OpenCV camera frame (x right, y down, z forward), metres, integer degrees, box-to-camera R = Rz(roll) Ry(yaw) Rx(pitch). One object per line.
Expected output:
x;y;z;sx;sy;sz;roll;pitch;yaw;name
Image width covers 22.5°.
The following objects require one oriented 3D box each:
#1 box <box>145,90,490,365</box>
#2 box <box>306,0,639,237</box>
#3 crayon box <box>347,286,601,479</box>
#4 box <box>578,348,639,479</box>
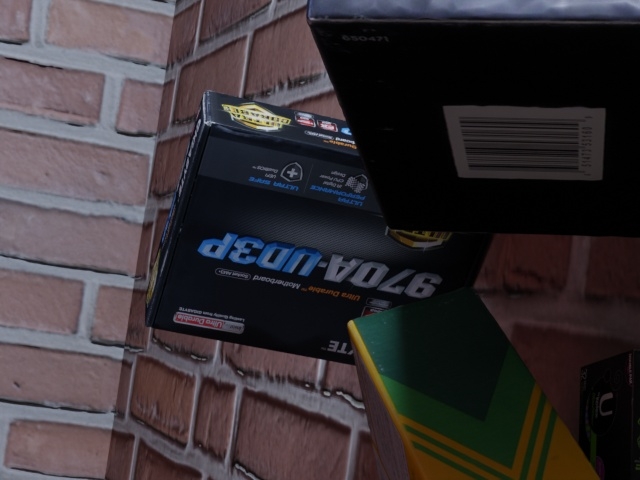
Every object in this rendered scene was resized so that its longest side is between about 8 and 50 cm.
0.000;0.000;1.148;0.051;0.220;0.175;-99;25;-57;box
0.107;-0.181;0.796;0.296;0.182;0.294;64;-150;-71;box
0.104;0.189;0.827;0.323;0.083;0.203;-115;11;-62;crayon box
0.170;0.105;0.838;0.062;0.052;0.083;143;135;-67;box
